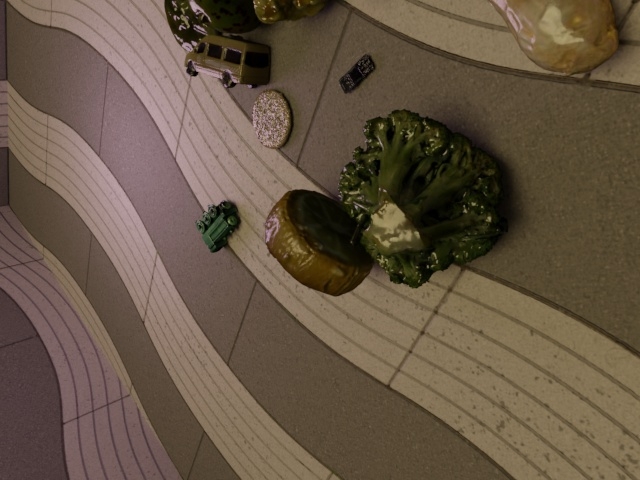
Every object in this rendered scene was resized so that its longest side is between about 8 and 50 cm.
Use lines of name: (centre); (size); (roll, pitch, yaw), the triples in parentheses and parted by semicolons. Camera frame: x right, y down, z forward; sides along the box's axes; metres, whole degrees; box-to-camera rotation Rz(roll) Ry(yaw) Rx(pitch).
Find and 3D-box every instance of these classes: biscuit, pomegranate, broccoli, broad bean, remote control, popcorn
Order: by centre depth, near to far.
broccoli: (0.160, -0.060, 0.985); (0.321, 0.283, 0.304); (44, 122, 4)
popcorn: (-0.072, -0.545, 1.144); (0.187, 0.186, 0.167); (53, 153, 8)
remote control: (0.078, -0.354, 1.167); (0.096, 0.014, 0.039); (-36, 76, 45)
pomegranate: (-0.207, -0.604, 1.270); (0.211, 0.211, 0.263); (21, 77, 41)
biscuit: (-0.124, -0.308, 1.389); (0.152, 0.020, 0.152); (15, 112, 43)
broad bean: (-0.358, -0.599, 1.500); (0.206, 0.072, 0.153); (58, 142, 15)

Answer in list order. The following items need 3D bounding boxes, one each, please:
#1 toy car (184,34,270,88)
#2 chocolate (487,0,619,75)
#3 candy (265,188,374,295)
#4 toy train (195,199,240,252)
toy car: (-0.243, -0.467, 1.403); (0.257, 0.101, 0.124); (27, 116, 36)
chocolate: (0.325, -0.373, 0.824); (0.309, 0.134, 0.134); (59, 136, 19)
candy: (0.000, 0.000, 1.189); (0.260, 0.260, 0.118); (52, 121, 21)
toy train: (-0.303, -0.046, 1.629); (0.111, 0.071, 0.170); (55, 135, 5)
